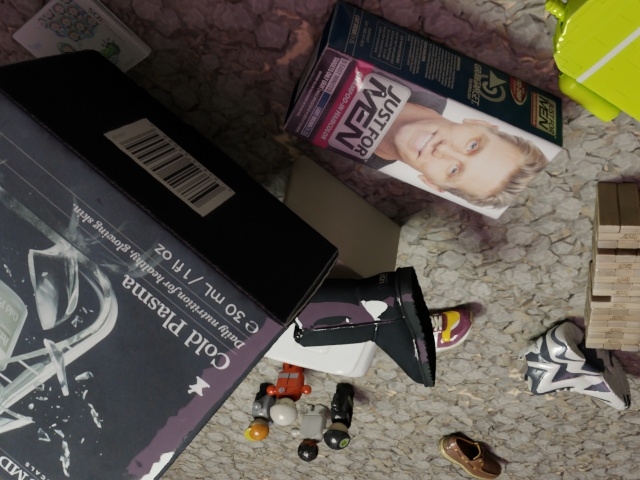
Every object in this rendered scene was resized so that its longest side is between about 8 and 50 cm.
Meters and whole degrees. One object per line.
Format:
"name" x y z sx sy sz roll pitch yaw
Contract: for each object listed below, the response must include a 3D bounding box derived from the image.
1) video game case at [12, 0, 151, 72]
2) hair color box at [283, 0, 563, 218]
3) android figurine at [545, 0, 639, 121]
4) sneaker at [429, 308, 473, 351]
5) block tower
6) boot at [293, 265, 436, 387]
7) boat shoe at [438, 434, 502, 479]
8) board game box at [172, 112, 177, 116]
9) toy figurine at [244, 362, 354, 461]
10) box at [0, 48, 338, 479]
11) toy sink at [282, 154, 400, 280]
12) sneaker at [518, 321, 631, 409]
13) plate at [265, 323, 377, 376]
"video game case" -0.350 -0.289 1.214 0.157 0.019 0.143 -23 129 36
"hair color box" 0.142 -0.174 1.155 0.347 0.105 0.174 21 140 -11
"android figurine" 0.407 -0.247 1.036 0.273 0.056 0.248 26 139 -17
"sneaker" 0.204 0.170 1.575 0.084 0.069 0.185 30 137 -28
"block tower" 0.485 0.057 1.348 0.091 0.097 0.335 1 140 15
"boot" 0.068 0.143 1.318 0.207 0.094 0.246 -7 130 17
"boat shoe" 0.360 0.509 1.942 0.178 0.064 0.060 31 139 -18
"board game box" -0.246 -0.101 1.368 0.136 0.035 0.201 -19 128 17
"toy figurine" -0.045 0.392 1.843 0.213 0.148 0.209 27 138 -18
"box" -0.318 0.074 1.164 0.480 0.297 0.472 39 114 0
"toy sink" 0.000 0.000 1.362 0.234 0.153 0.131 35 136 -26
"sneaker" 0.476 0.261 1.594 0.235 0.094 0.153 36 137 -25
"plate" -0.014 0.188 1.674 0.277 0.045 0.278 15 140 -2
